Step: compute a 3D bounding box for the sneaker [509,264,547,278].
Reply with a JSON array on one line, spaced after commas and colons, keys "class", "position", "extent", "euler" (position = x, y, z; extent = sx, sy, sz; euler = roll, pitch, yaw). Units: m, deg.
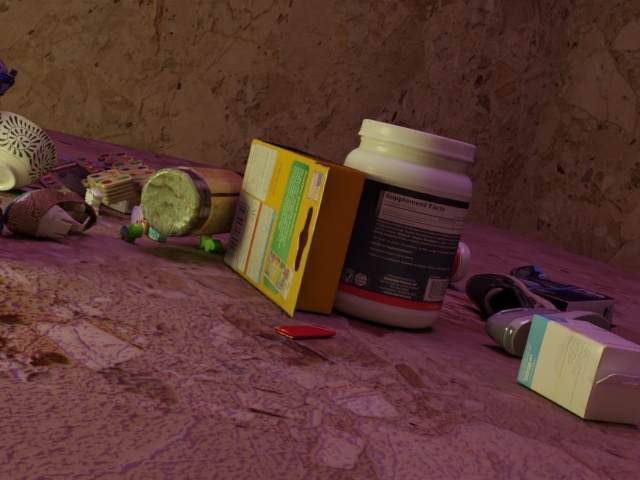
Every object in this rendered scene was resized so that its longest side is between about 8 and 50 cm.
[{"class": "sneaker", "position": [0.454, 0.095, 2.071], "extent": [0.078, 0.067, 0.188], "euler": [-7, 8, 3]}]

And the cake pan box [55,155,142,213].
[{"class": "cake pan box", "position": [-0.371, -0.104, 1.924], "extent": [0.267, 0.070, 0.245], "euler": [20, 7, 39]}]

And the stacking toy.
[{"class": "stacking toy", "position": [-0.283, -0.034, 1.585], "extent": [0.167, 0.052, 0.221], "euler": [9, 9, -37]}]

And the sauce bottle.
[{"class": "sauce bottle", "position": [-0.167, -0.062, 1.552], "extent": [0.111, 0.111, 0.344], "euler": [16, 6, 19]}]

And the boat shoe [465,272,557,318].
[{"class": "boat shoe", "position": [0.306, 0.101, 1.580], "extent": [0.073, 0.080, 0.223], "euler": [16, 9, -30]}]

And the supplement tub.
[{"class": "supplement tub", "position": [0.110, -0.024, 1.371], "extent": [0.191, 0.272, 0.191], "euler": [14, 6, -2]}]

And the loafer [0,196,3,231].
[{"class": "loafer", "position": [-0.458, -0.054, 1.227], "extent": [0.094, 0.087, 0.251], "euler": [12, 7, -14]}]

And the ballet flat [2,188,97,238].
[{"class": "ballet flat", "position": [-0.376, -0.036, 1.353], "extent": [0.067, 0.073, 0.206], "euler": [29, 12, 6]}]

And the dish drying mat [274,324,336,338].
[{"class": "dish drying mat", "position": [-0.017, 0.109, 1.137], "extent": [0.032, 0.008, 0.083], "euler": [20, 9, 37]}]

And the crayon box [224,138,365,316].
[{"class": "crayon box", "position": [-0.037, -0.022, 1.354], "extent": [0.083, 0.203, 0.323], "euler": [11, 8, -23]}]

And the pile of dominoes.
[{"class": "pile of dominoes", "position": [-0.411, -0.130, 1.756], "extent": [0.196, 0.040, 0.251], "euler": [-18, 30, -29]}]

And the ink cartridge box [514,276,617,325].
[{"class": "ink cartridge box", "position": [0.454, 0.118, 1.822], "extent": [0.165, 0.065, 0.332], "euler": [18, 7, 33]}]

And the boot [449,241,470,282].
[{"class": "boot", "position": [0.183, 0.027, 1.929], "extent": [0.176, 0.088, 0.244], "euler": [11, -1, -22]}]

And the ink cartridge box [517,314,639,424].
[{"class": "ink cartridge box", "position": [0.320, 0.154, 1.118], "extent": [0.092, 0.090, 0.143], "euler": [10, 9, -28]}]

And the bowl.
[{"class": "bowl", "position": [-0.557, -0.141, 1.656], "extent": [0.170, 0.170, 0.080], "euler": [14, 50, -4]}]

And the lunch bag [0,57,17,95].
[{"class": "lunch bag", "position": [-0.669, -0.242, 1.616], "extent": [0.303, 0.115, 0.243], "euler": [-29, 11, -5]}]

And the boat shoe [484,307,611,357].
[{"class": "boat shoe", "position": [0.337, 0.130, 1.400], "extent": [0.227, 0.079, 0.081], "euler": [5, 15, -37]}]
